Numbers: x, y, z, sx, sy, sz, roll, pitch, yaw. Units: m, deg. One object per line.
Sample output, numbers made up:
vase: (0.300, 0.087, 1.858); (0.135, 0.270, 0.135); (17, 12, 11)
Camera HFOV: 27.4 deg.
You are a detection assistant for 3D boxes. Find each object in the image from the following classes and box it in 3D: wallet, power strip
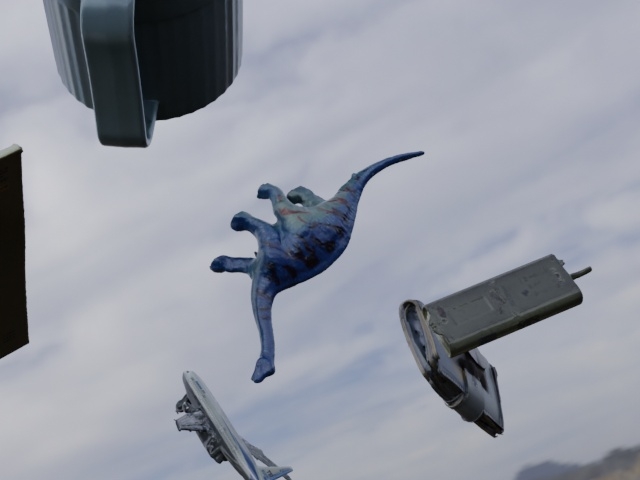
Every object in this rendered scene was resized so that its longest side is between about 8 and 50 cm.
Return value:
wallet: (0.216, 0.199, 2.040); (0.069, 0.170, 0.231); (-33, -49, 20)
power strip: (0.277, 0.087, 1.891); (0.268, 0.092, 0.034); (-21, -39, -14)

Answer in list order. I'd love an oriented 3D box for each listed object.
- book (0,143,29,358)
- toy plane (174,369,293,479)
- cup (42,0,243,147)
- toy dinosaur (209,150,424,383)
book: (-0.415, 0.055, 1.437); (0.217, 0.021, 0.310); (-32, -33, -37)
toy plane: (-0.114, 0.229, 1.544); (0.058, 0.226, 0.226); (-53, -42, 0)
cup: (-0.203, -0.307, 1.572); (0.257, 0.331, 0.311); (-20, -36, -17)
toy dinosaur: (-0.031, -0.004, 1.411); (0.329, 0.144, 0.076); (-54, -25, -25)
